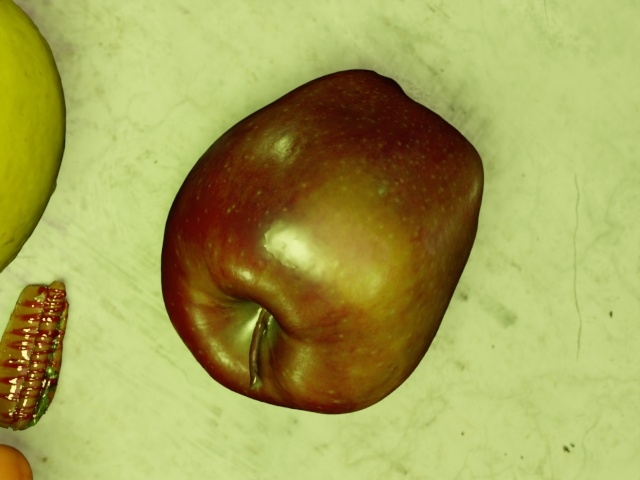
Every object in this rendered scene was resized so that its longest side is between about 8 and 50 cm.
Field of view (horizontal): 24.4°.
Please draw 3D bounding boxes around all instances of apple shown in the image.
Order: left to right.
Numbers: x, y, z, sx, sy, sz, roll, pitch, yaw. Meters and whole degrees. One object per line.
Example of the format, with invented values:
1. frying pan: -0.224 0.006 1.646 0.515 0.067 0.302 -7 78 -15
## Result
1. apple: 0.000 0.000 1.381 0.288 0.288 0.317 52 56 -18

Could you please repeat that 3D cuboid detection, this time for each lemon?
1. lemon: -0.350 -0.083 1.198 0.297 0.297 0.297 0 90 -27

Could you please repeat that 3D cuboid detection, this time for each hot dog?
1. hot dog: -0.267 0.106 1.370 0.062 0.038 0.144 19 81 -25

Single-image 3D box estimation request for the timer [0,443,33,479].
1. timer: -0.347 0.290 1.164 0.250 0.161 0.257 -3 73 -12
